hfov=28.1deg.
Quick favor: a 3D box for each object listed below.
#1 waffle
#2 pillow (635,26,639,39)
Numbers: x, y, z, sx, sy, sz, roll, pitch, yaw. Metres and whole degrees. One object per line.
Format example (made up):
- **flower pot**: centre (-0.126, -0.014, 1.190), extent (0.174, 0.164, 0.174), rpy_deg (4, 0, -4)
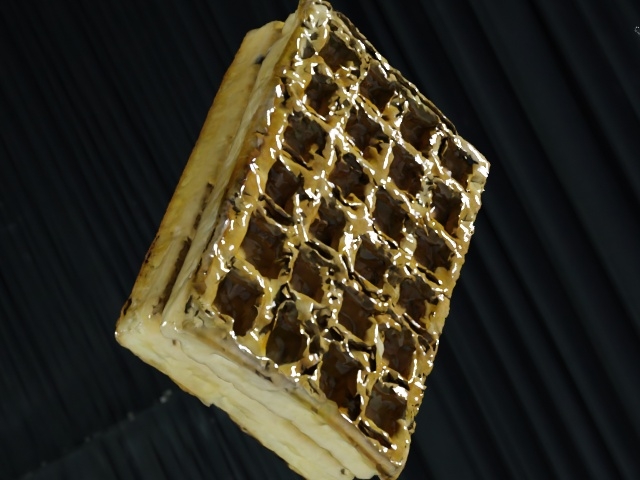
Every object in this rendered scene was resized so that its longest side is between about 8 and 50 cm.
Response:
- **waffle**: centre (0.001, 0.000, 0.905), extent (0.091, 0.213, 0.308), rpy_deg (-25, 34, 44)
- **pillow**: centre (0.360, -0.172, 1.224), extent (0.150, 0.090, 0.048), rpy_deg (-19, 5, -44)
